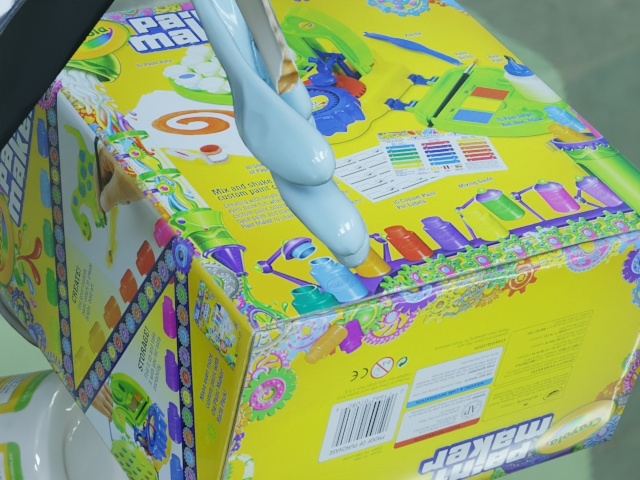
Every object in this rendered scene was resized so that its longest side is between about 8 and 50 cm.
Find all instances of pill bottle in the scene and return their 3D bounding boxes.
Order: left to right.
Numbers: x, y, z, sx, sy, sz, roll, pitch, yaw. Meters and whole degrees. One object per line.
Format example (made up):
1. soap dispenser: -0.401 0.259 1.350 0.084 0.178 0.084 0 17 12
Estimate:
1. pill bottle: -0.268 0.175 1.437 0.136 0.245 0.136 29 57 -57

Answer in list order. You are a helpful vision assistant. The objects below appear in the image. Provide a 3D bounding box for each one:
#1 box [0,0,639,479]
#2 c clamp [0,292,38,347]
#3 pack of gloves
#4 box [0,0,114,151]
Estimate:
1. box: 0.000 0.000 1.098 0.290 0.279 0.177 -13 134 -31
2. c clamp: -0.184 0.014 1.356 0.160 0.137 0.022 -34 151 -26
3. pack of gloves: -0.055 -0.104 0.492 0.046 0.232 0.195 -23 146 1
4. box: -0.195 -0.100 0.724 0.261 0.184 0.103 -55 176 -5
